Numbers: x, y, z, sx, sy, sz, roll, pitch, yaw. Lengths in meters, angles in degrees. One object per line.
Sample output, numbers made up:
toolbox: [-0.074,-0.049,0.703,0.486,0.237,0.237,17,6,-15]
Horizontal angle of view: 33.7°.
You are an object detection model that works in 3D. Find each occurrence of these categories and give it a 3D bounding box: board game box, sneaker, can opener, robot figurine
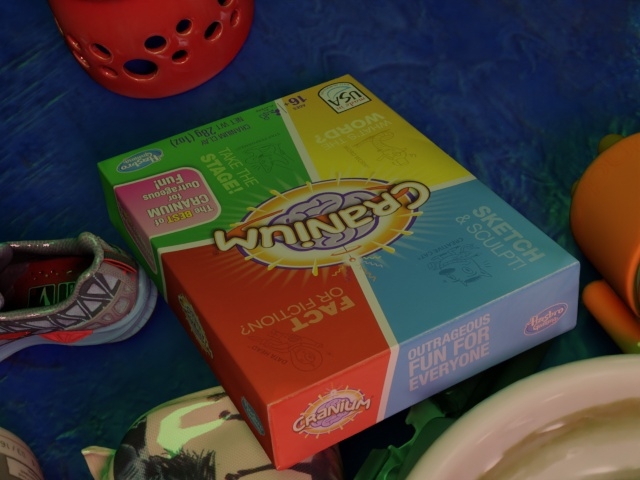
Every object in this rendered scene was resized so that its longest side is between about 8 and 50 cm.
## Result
board game box: [0.000,0.000,0.799,0.242,0.064,0.316,-23,41,-19]
sneaker: [-0.279,0.042,0.893,0.262,0.125,0.104,-15,63,4]
can opener: [0.121,0.115,0.767,0.095,0.076,0.283,-9,39,56]
robot figurine: [0.266,0.001,0.775,0.158,0.128,0.219,-28,32,2]

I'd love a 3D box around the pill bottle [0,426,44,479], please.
pill bottle: [-0.244,0.269,0.711,0.161,0.161,0.283,-31,41,-4]

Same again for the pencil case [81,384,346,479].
pencil case: [-0.050,0.295,0.661,0.184,0.160,0.410,-16,48,5]

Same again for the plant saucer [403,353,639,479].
plant saucer: [0.212,0.268,0.629,0.401,0.100,0.400,2,62,-4]

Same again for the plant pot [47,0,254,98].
plant pot: [-0.169,-0.256,0.985,0.191,0.174,0.191,-3,65,7]
